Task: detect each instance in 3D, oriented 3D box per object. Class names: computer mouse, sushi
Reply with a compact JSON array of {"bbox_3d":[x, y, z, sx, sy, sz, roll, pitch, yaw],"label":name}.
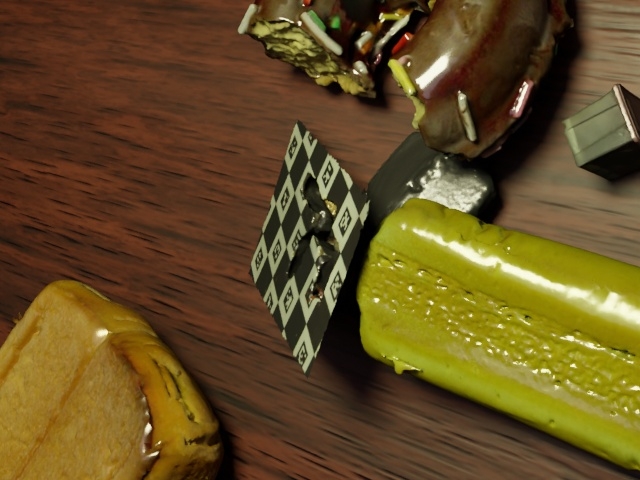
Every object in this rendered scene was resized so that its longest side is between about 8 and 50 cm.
[{"bbox_3d":[0.083,-0.010,0.922,0.122,0.073,0.217,42,103,33],"label":"computer mouse"},{"bbox_3d":[0.000,0.000,0.929,0.279,0.043,0.192,-129,55,-65],"label":"sushi"}]

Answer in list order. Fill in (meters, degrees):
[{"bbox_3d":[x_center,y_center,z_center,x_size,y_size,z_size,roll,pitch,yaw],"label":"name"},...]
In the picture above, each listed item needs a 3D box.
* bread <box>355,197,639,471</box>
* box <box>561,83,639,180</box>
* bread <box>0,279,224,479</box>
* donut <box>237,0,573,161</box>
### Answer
[{"bbox_3d":[0.209,0.082,0.776,0.383,0.112,0.166,20,110,27],"label":"bread"},{"bbox_3d":[0.263,-0.093,0.811,0.063,0.085,0.060,-26,67,33],"label":"box"},{"bbox_3d":[-0.275,0.239,1.074,0.328,0.148,0.337,44,107,36],"label":"bread"},{"bbox_3d":[0.096,-0.248,0.909,0.345,0.136,0.259,37,94,37],"label":"donut"}]
